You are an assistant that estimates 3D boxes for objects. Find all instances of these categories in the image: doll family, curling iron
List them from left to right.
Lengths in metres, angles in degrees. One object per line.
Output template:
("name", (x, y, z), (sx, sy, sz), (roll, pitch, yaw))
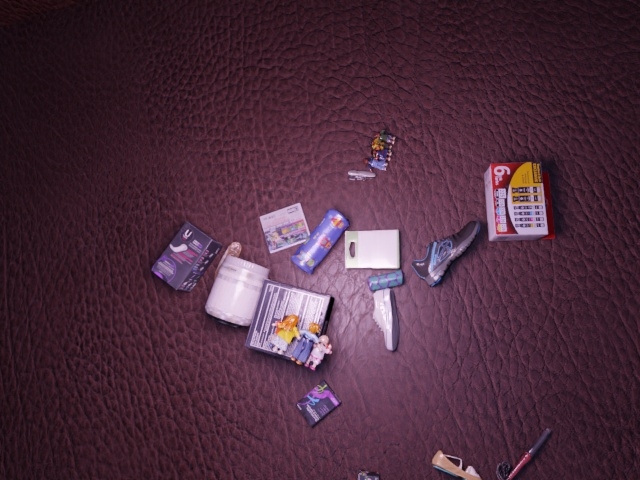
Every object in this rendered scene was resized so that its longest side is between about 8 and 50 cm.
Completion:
("doll family", (-0.080, 0.378, 1.704), (0.263, 0.118, 0.163), (26, 85, 12))
("doll family", (0.261, -0.405, 2.011), (0.111, 0.076, 0.193), (15, 76, -8))
("curling iron", (0.787, 0.825, 1.710), (0.274, 0.035, 0.068), (-41, 76, 0))

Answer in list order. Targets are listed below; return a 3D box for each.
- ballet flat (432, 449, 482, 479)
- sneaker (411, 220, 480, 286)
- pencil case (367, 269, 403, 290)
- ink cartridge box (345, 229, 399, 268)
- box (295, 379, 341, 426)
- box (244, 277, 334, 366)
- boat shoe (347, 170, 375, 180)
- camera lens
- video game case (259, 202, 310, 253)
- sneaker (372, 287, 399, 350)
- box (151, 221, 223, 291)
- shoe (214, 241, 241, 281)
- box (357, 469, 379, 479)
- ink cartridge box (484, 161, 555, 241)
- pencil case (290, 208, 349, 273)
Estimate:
("ballet flat", (0.551, 0.893, 1.715), (0.232, 0.080, 0.073), (25, 69, 11))
("sneaker", (0.531, 0.030, 1.862), (0.140, 0.125, 0.341), (42, 85, 19))
("pencil case", (0.278, 0.172, 1.901), (0.152, 0.070, 0.064), (-12, 103, 3))
("ink cartridge box", (0.228, 0.042, 1.941), (0.235, 0.056, 0.171), (-2, 78, 12))
("box", (-0.011, 0.685, 1.865), (0.162, 0.029, 0.116), (-41, 76, 1))
("box", (-0.122, 0.341, 1.870), (0.294, 0.183, 0.296), (14, 82, 10))
("boat shoe", (0.187, -0.293, 2.021), (0.125, 0.046, 0.038), (3, 124, 0))
("camera lens", (-0.357, 0.224, 1.911), (0.219, 0.219, 0.274), (18, 82, 12))
("video game case", (-0.161, -0.056, 2.037), (0.201, 0.023, 0.183), (-19, 77, 4))
("sneaker", (0.272, 0.334, 1.870), (0.091, 0.094, 0.258), (-10, 74, 29))
("box", (-0.602, 0.078, 2.016), (0.165, 0.143, 0.270), (34, 85, 14))
("shoe", (-0.423, 0.108, 2.034), (0.076, 0.058, 0.219), (26, 88, -18))
("box", (0.191, 0.954, 1.763), (0.083, 0.062, 0.052), (3, 78, 10))
("ink cartridge box", (0.845, -0.161, 1.847), (0.272, 0.130, 0.309), (-2, 78, 7))
("pencil case", (0.000, 0.000, 1.951), (0.119, 0.133, 0.306), (39, 87, -22))
